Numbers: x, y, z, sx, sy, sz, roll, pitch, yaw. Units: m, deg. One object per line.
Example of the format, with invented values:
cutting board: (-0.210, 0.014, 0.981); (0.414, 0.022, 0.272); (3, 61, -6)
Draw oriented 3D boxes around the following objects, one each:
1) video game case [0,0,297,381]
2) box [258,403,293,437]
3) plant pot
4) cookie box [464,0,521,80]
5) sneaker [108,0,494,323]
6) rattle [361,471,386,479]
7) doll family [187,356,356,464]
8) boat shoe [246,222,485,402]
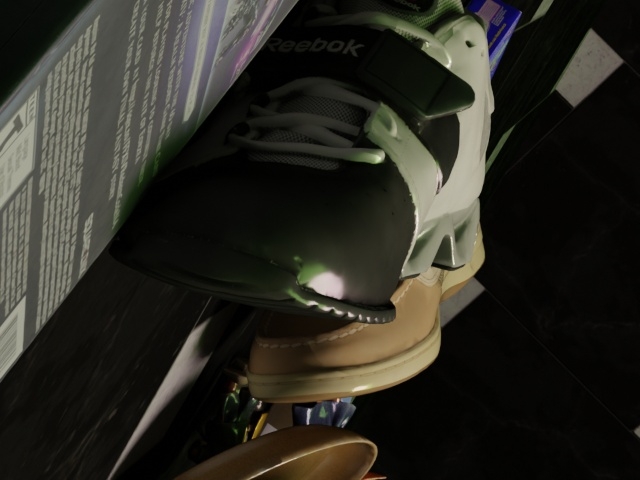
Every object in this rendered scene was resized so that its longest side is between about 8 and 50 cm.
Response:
video game case: (-0.042, -0.084, 0.624); (0.274, 0.026, 0.196); (-56, 173, -27)
box: (-0.008, 0.146, 1.908); (0.136, 0.036, 0.225); (-61, 171, 32)
plant pot: (-0.071, 0.186, 1.274); (0.236, 0.032, 0.236); (-29, 161, -11)
cookie box: (0.102, -0.122, 1.446); (0.092, 0.040, 0.107); (-55, 173, -28)
sneaker: (0.005, -0.052, 0.826); (0.330, 0.122, 0.146); (-32, 135, -73)
rattle: (-0.034, 0.252, 1.868); (0.199, 0.130, 0.143); (-32, 132, -7)
doll family: (-0.030, 0.146, 1.400); (0.193, 0.076, 0.111); (8, 100, -38)
boat shoe: (0.026, 0.012, 1.296); (0.341, 0.121, 0.110); (-50, 133, -66)
